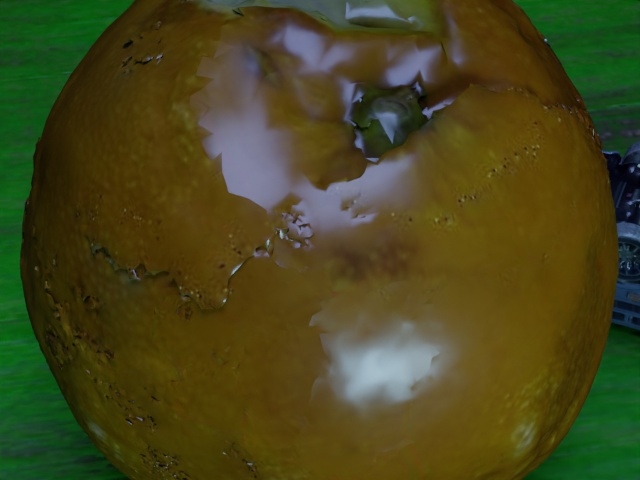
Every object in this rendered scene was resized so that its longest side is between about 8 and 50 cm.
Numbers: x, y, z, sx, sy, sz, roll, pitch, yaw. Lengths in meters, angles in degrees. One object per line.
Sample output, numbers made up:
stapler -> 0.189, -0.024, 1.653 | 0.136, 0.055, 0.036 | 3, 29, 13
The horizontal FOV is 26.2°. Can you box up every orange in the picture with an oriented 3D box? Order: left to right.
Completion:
orange -> 0.000, 0.000, 0.549 | 0.240, 0.240, 0.240 | 1, 48, -1

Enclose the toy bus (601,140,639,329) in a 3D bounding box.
toy bus -> 0.200, 0.013, 0.640 | 0.167, 0.076, 0.073 | 16, 48, 15
